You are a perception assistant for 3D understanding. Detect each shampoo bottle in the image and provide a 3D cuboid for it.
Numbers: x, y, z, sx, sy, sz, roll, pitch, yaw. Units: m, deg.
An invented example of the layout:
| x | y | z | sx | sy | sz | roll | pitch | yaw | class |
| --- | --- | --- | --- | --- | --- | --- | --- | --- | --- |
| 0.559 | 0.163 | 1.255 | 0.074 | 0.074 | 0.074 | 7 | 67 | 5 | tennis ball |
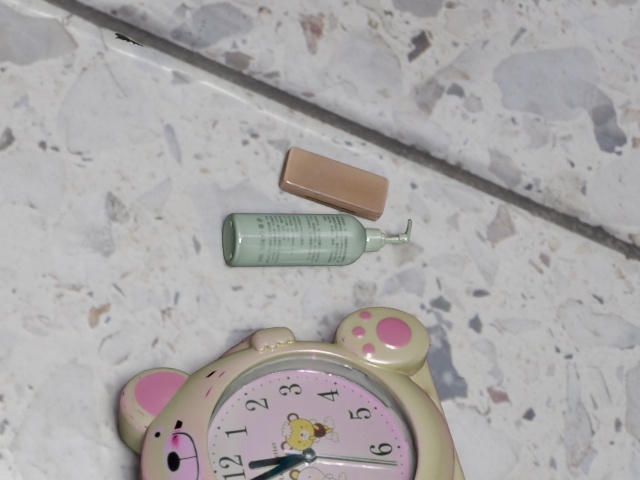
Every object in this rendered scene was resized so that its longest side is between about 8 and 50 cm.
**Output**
| x | y | z | sx | sy | sz | roll | pitch | yaw | class |
| --- | --- | --- | --- | --- | --- | --- | --- | --- | --- |
| 0.000 | 0.000 | 1.564 | 0.195 | 0.056 | 0.056 | 1 | 74 | -20 | shampoo bottle |

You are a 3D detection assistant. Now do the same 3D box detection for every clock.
| x | y | z | sx | sy | sz | roll | pitch | yaw | class |
| --- | --- | --- | --- | --- | --- | --- | --- | --- | --- |
| -0.021 | 0.211 | 1.426 | 0.309 | 0.114 | 0.284 | -7 | 57 | -15 | clock |

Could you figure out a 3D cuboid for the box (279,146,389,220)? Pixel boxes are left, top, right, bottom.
| x | y | z | sx | sy | sz | roll | pitch | yaw | class |
| --- | --- | --- | --- | --- | --- | --- | --- | --- | --- |
| 0.014 | -0.058 | 1.604 | 0.115 | 0.025 | 0.048 | 18 | 64 | -15 | box |
